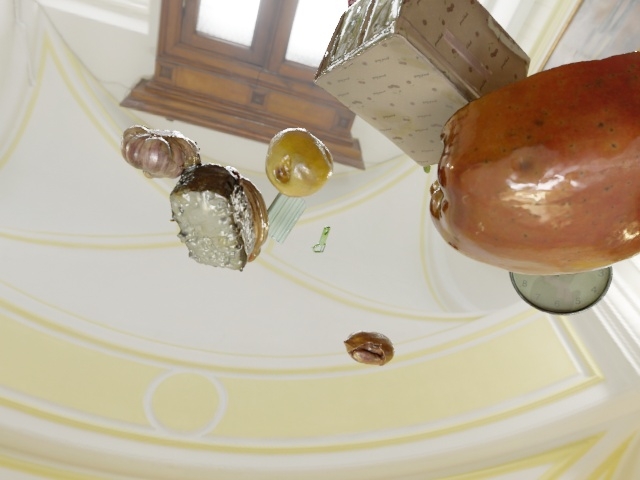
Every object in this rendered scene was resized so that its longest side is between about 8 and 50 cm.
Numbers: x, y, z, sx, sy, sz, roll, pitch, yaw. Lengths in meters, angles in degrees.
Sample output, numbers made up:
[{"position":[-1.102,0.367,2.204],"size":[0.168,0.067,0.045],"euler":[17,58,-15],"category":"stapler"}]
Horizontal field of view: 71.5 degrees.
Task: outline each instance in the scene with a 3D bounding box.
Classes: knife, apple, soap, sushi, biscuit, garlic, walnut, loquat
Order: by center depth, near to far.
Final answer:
[{"position":[0.355,-0.095,0.684],"size":[0.366,0.328,0.295],"euler":[-4,-168,1],"category":"apple"},{"position":[-0.294,-0.074,1.220],"size":[0.197,0.343,0.181],"euler":[-4,-138,4],"category":"sushi"},{"position":[-0.069,-0.232,1.344],"size":[0.213,0.213,0.213],"euler":[13,-145,-10],"category":"loquat"},{"position":[-0.509,-0.266,1.402],"size":[0.245,0.160,0.245],"euler":[15,-165,-4],"category":"garlic"},{"position":[0.163,0.362,1.503],"size":[0.207,0.115,0.115],"euler":[21,-149,-28],"category":"walnut"},{"position":[-0.348,-0.076,1.562],"size":[0.382,0.358,0.074],"euler":[-2,-162,27],"category":"biscuit"},{"position":[0.000,-0.001,1.599],"size":[0.055,0.212,0.015],"euler":[-2,-115,-12],"category":"knife"},{"position":[-0.152,-0.099,1.754],"size":[0.119,0.198,0.066],"euler":[34,179,-21],"category":"soap"}]

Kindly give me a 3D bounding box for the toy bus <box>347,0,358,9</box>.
[{"position":[0.142,-0.650,1.220],"size":[0.090,0.112,0.274],"euler":[13,-161,16],"category":"toy bus"}]

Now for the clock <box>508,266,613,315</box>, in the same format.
[{"position":[0.705,0.086,1.317],"size":[0.281,0.280,0.055],"euler":[35,-161,21],"category":"clock"}]

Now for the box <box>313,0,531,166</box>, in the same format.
[{"position":[0.185,-0.299,0.794],"size":[0.297,0.225,0.190],"euler":[30,-108,-28],"category":"box"}]

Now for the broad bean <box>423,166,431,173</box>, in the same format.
[{"position":[0.321,-0.335,1.417],"size":[0.043,0.297,0.060],"euler":[-26,-138,-3],"category":"broad bean"}]

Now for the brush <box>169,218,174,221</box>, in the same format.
[{"position":[-0.415,-0.073,1.343],"size":[0.084,0.021,0.018],"euler":[-12,-148,-12],"category":"brush"}]
